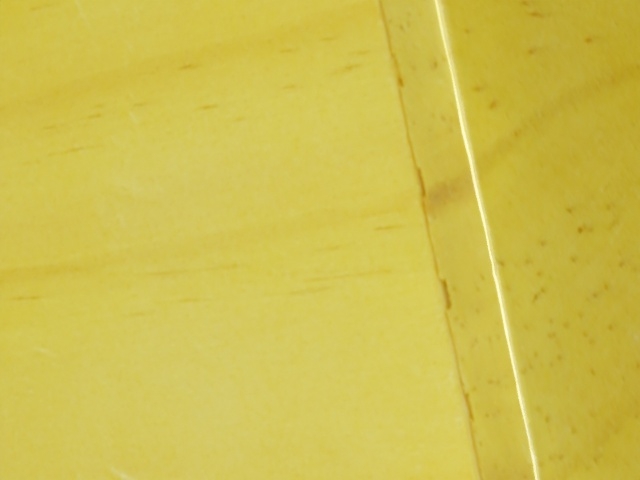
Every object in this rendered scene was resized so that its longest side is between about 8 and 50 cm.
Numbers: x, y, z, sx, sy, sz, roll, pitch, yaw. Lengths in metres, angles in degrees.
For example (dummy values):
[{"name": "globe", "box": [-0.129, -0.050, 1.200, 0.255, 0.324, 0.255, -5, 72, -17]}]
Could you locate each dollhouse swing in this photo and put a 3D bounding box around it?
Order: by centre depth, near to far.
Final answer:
[{"name": "dollhouse swing", "box": [0.000, 0.000, 0.740, 0.315, 0.305, 0.346, -7, 83, -47]}]
